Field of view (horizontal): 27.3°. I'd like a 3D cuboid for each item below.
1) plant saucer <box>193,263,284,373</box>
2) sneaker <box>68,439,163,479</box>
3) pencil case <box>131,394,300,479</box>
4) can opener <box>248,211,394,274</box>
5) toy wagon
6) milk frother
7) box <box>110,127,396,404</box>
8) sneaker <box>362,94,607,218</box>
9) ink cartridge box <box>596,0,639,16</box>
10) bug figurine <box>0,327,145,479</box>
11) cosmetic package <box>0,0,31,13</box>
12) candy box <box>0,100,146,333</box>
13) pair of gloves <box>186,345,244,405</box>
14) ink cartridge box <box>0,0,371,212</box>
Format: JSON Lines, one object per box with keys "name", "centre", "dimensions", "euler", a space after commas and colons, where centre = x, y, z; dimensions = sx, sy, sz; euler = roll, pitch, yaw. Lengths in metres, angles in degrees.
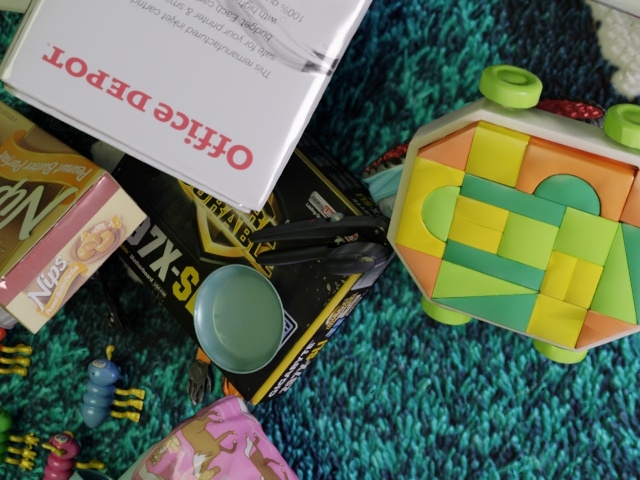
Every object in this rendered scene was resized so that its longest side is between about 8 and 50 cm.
{"name": "plant saucer", "centre": [-0.085, 0.085, 1.436], "dimensions": [0.119, 0.021, 0.119], "euler": [3, 95, 31]}
{"name": "sneaker", "centre": [-0.282, 0.362, 1.604], "dimensions": [0.366, 0.135, 0.150], "euler": [-32, 69, 19]}
{"name": "pencil case", "centre": [-0.037, 0.344, 1.409], "dimensions": [0.386, 0.160, 0.167], "euler": [49, 128, 12]}
{"name": "can opener", "centre": [0.000, 0.000, 1.363], "dimensions": [0.186, 0.073, 0.059], "euler": [2, 102, 39]}
{"name": "toy wagon", "centre": [0.240, -0.005, 1.238], "dimensions": [0.344, 0.068, 0.267], "euler": [19, 123, 11]}
{"name": "milk frother", "centre": [-0.319, 0.070, 1.591], "dimensions": [0.134, 0.129, 0.143], "euler": [-29, 71, 12]}
{"name": "box", "centre": [-0.090, -0.017, 1.489], "dimensions": [0.322, 0.079, 0.257], "euler": [47, 116, 20]}
{"name": "sneaker", "centre": [0.180, -0.064, 1.333], "dimensions": [0.261, 0.104, 0.125], "euler": [-15, 108, 29]}
{"name": "ink cartridge box", "centre": [0.230, -0.294, 1.205], "dimensions": [0.289, 0.211, 0.122], "euler": [29, 106, 26]}
{"name": "bug figurine", "centre": [-0.358, 0.211, 1.662], "dimensions": [0.279, 0.072, 0.216], "euler": [15, 100, 29]}
{"name": "cosmetic package", "centre": [-0.305, -0.375, 1.544], "dimensions": [0.453, 0.161, 0.230], "euler": [13, 100, 29]}
{"name": "candy box", "centre": [-0.358, -0.039, 1.533], "dimensions": [0.183, 0.087, 0.316], "euler": [-48, 41, -10]}
{"name": "pair of gloves", "centre": [-0.123, 0.168, 1.556], "dimensions": [0.083, 0.010, 0.074], "euler": [15, 101, 30]}
{"name": "ink cartridge box", "centre": [-0.108, -0.267, 1.305], "dimensions": [0.285, 0.166, 0.395], "euler": [28, 92, -17]}
